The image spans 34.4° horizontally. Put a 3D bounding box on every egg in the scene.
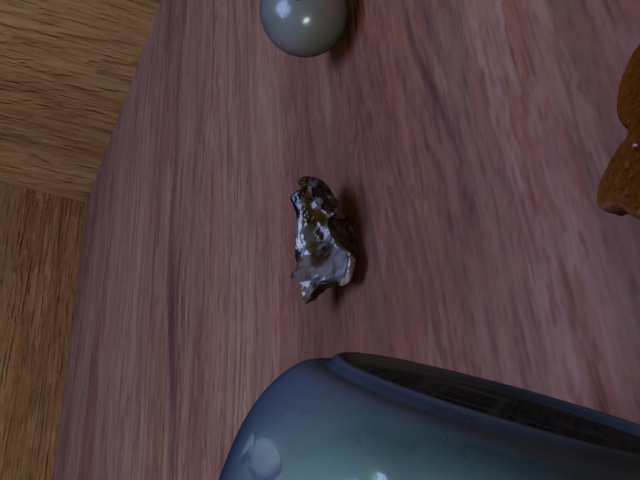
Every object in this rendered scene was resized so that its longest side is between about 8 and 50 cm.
[{"bbox_3d":[-0.020,-0.269,1.206,0.135,0.103,0.103,-108,37,-58],"label":"egg"}]

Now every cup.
[{"bbox_3d":[0.093,0.212,0.424,0.356,0.259,0.274,13,89,40],"label":"cup"}]

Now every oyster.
[{"bbox_3d":[0.003,-0.009,1.049,0.103,0.051,0.148,-46,51,50],"label":"oyster"}]

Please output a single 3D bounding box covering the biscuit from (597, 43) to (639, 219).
[{"bbox_3d":[0.213,-0.087,0.539,0.183,0.043,0.280,-29,45,60],"label":"biscuit"}]
